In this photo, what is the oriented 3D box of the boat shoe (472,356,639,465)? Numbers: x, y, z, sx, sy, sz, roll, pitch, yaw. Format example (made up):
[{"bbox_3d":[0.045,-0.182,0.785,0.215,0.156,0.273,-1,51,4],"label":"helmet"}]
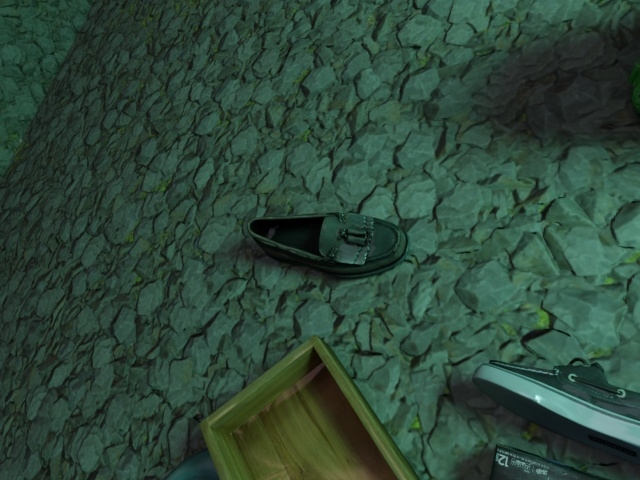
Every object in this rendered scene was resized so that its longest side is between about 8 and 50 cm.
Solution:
[{"bbox_3d":[0.276,0.160,0.451,0.229,0.080,0.076,12,58,39],"label":"boat shoe"}]

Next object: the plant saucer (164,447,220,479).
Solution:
[{"bbox_3d":[-0.160,0.455,0.613,0.318,0.044,0.317,-13,62,27],"label":"plant saucer"}]

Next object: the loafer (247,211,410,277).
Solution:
[{"bbox_3d":[0.000,0.000,0.693,0.268,0.084,0.096,1,69,33],"label":"loafer"}]

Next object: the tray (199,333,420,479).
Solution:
[{"bbox_3d":[0.028,0.331,0.510,0.203,0.076,0.410,-38,51,-1],"label":"tray"}]

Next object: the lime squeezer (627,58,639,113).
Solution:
[{"bbox_3d":[0.432,-0.210,0.532,0.110,0.059,0.309,-7,64,31],"label":"lime squeezer"}]

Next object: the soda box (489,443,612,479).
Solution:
[{"bbox_3d":[0.255,0.255,0.430,0.169,0.053,0.059,7,73,36],"label":"soda box"}]
